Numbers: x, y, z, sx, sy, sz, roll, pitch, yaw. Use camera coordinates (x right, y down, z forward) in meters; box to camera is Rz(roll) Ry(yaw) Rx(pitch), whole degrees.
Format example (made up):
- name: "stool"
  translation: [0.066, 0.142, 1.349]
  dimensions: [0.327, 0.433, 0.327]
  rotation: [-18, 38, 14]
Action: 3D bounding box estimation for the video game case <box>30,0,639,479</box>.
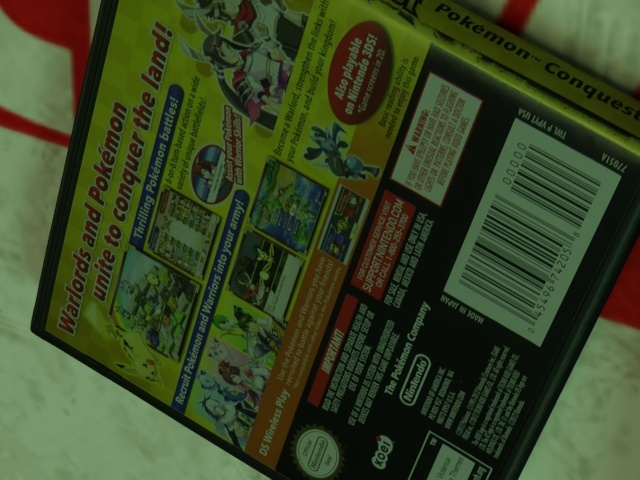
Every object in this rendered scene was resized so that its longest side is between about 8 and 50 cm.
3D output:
- name: "video game case"
  translation: [0.000, 0.000, 0.852]
  dimensions: [0.248, 0.035, 0.275]
  rotation: [30, 132, 12]
